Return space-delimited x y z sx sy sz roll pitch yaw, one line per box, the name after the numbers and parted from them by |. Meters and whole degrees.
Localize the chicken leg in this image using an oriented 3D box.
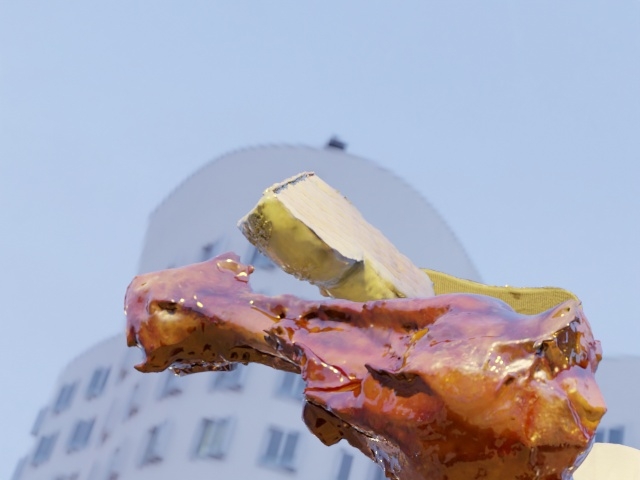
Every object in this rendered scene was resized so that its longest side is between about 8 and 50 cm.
0.015 0.061 0.776 0.304 0.113 0.093 15 -29 41 | chicken leg

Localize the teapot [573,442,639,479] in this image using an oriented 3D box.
0.177 0.210 1.013 0.163 0.221 0.178 -29 -54 -14 | teapot

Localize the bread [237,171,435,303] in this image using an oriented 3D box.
0.000 0.000 1.282 0.064 0.172 0.232 -45 -43 13 | bread

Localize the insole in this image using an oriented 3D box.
0.152 0.072 1.514 0.232 0.080 0.003 5 -6 -1 | insole
